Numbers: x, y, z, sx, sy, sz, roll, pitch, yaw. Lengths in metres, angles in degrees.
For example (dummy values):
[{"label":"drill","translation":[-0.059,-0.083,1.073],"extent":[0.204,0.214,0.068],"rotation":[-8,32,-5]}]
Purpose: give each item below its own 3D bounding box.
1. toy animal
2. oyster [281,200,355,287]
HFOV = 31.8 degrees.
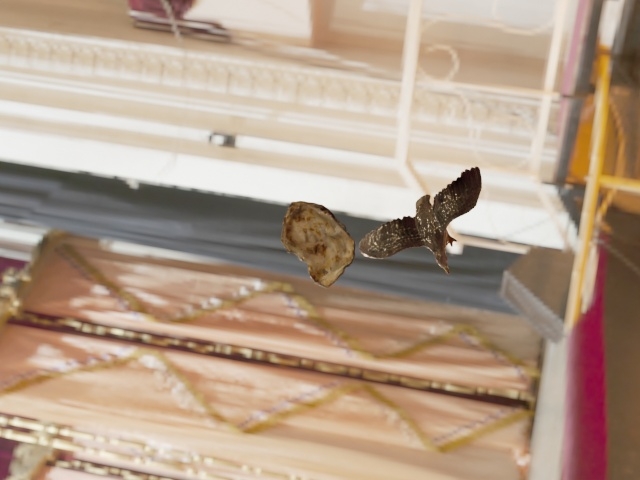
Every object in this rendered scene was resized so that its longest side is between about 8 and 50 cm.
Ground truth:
[{"label":"toy animal","translation":[0.062,-0.003,0.630],"extent":[0.050,0.084,0.028],"rotation":[59,-162,15]},{"label":"oyster","translation":[-0.002,-0.002,0.960],"extent":[0.054,0.083,0.019],"rotation":[-44,-20,13]}]
